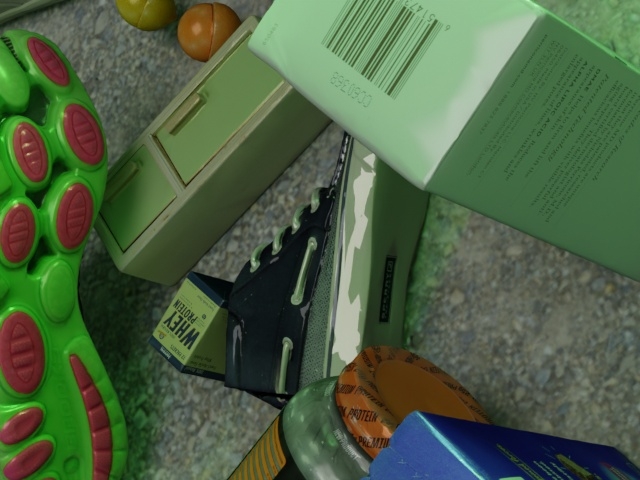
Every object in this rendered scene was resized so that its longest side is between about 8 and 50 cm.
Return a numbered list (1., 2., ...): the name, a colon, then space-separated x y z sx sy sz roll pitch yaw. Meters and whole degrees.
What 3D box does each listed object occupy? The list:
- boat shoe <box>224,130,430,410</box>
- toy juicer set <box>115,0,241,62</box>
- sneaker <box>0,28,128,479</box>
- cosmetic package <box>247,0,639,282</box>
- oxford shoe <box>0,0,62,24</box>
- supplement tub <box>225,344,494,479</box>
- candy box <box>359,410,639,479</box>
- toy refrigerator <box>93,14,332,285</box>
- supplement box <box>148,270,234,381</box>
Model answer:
1. boat shoe: 0.000 0.000 1.626 0.158 0.127 0.341 6 82 29
2. toy juicer set: -0.145 -0.324 1.838 0.209 0.089 0.329 -47 68 21
3. sneaker: -0.311 0.034 1.749 0.202 0.185 0.483 13 107 58
4. cosmetic package: 0.151 -0.109 1.389 0.217 0.385 0.156 41 104 33
5. oxford shoe: -0.341 -0.342 1.963 0.449 0.130 0.169 -23 62 27
6. supplement tub: 0.004 0.250 1.497 0.316 0.193 0.193 -52 54 25
7. candy box: 0.204 0.259 1.297 0.268 0.317 0.122 42 104 35
8. toy refrigerator: -0.111 -0.087 1.752 0.269 0.094 0.102 -45 57 19
9. supplement box: -0.105 0.085 1.710 0.056 0.083 0.083 39 103 37
